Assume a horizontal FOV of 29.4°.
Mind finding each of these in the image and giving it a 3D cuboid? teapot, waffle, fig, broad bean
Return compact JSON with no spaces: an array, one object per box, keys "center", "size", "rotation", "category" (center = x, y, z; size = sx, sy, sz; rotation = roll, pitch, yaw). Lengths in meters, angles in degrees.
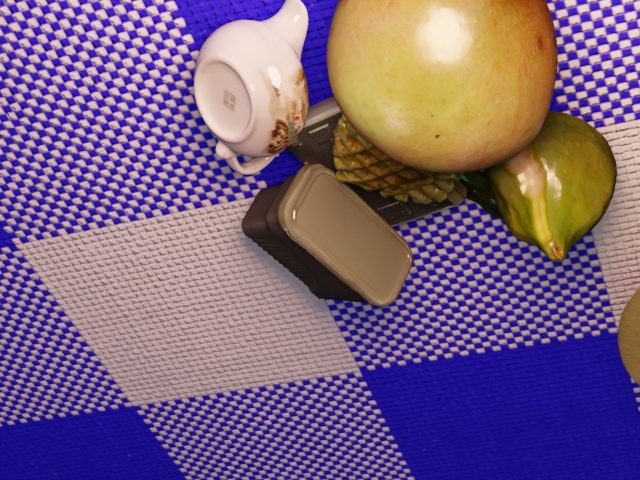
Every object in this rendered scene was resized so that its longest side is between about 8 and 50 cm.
[{"center":[-0.098,-0.219,1.820],"size":[0.204,0.139,0.298],"rotation":[40,135,23],"category":"teapot"},{"center":[0.115,-0.123,1.840],"size":[0.208,0.054,0.214],"rotation":[10,153,6],"category":"waffle"},{"center":[0.349,-0.059,1.847],"size":[0.206,0.275,0.206],"rotation":[2,137,2],"category":"fig"},{"center":[0.290,-0.070,2.010],"size":[0.297,0.043,0.060],"rotation":[27,126,-21],"category":"broad bean"}]

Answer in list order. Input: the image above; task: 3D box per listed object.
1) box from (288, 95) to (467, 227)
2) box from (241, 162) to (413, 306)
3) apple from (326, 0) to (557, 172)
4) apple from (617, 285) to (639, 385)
[{"center":[0.078,-0.123,1.949],"size":[0.211,0.045,0.270],"rotation":[-17,132,40],"category":"box"},{"center":[0.000,0.000,2.019],"size":[0.274,0.138,0.178],"rotation":[42,153,-29],"category":"box"},{"center":[0.168,-0.258,1.644],"size":[0.319,0.319,0.277],"rotation":[10,132,-4],"category":"apple"},{"center":[0.697,0.170,2.034],"size":[0.320,0.311,0.360],"rotation":[-14,137,-8],"category":"apple"}]
